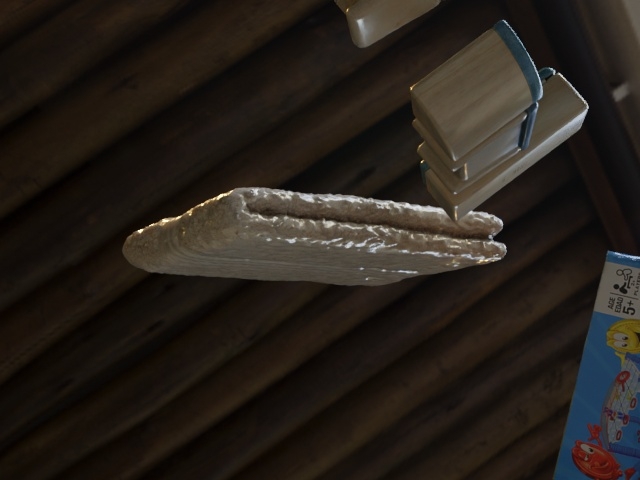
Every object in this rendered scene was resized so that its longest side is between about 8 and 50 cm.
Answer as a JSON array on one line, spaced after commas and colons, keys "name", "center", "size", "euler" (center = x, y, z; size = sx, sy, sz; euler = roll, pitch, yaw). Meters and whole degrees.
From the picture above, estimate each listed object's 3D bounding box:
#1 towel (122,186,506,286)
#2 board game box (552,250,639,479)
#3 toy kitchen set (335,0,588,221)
[{"name": "towel", "center": [0.000, 0.000, 0.735], "size": [0.282, 0.187, 0.049], "euler": [5, -104, -35]}, {"name": "board game box", "center": [0.247, 0.174, 0.649], "size": [0.308, 0.086, 0.301], "euler": [13, -90, -62]}, {"name": "toy kitchen set", "center": [0.088, -0.132, 0.583], "size": [0.122, 0.207, 0.166], "euler": [-37, -104, 0]}]
